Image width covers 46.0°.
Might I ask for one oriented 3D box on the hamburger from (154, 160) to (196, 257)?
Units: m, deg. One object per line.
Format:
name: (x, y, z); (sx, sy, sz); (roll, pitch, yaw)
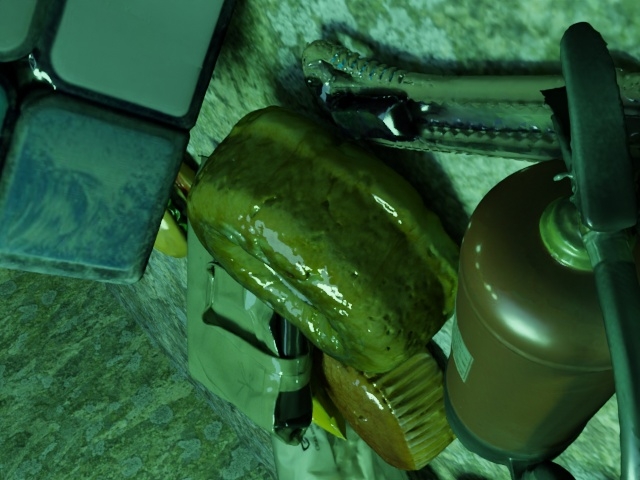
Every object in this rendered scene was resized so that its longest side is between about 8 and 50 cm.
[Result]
hamburger: (-0.227, -0.052, 1.138); (0.162, 0.115, 0.162); (46, 161, 20)

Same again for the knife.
knife: (0.093, -0.085, 0.490); (0.365, 0.043, 0.089); (22, 152, 52)

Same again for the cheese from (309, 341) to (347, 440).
cheese: (-0.012, 0.187, 0.998); (0.093, 0.126, 0.171); (62, 172, -28)

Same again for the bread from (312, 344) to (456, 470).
bread: (0.072, 0.175, 0.885); (0.199, 0.104, 0.199); (46, 161, 21)

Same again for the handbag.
handbag: (-0.084, 0.065, 0.919); (0.253, 0.109, 0.315); (19, 108, 54)

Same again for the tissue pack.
tissue pack: (0.024, 0.369, 1.213); (0.390, 0.195, 0.375); (89, 160, -60)

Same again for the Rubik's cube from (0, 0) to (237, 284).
Rubik's cube: (-0.306, -0.167, 0.670); (0.313, 0.318, 0.316); (13, -169, -41)

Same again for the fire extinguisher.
fire extinguisher: (0.149, 0.072, 0.443); (0.376, 0.113, 0.200); (77, 169, -61)

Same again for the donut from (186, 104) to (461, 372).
donut: (0.000, 0.000, 0.668); (0.261, 0.128, 0.208); (35, 160, 17)
